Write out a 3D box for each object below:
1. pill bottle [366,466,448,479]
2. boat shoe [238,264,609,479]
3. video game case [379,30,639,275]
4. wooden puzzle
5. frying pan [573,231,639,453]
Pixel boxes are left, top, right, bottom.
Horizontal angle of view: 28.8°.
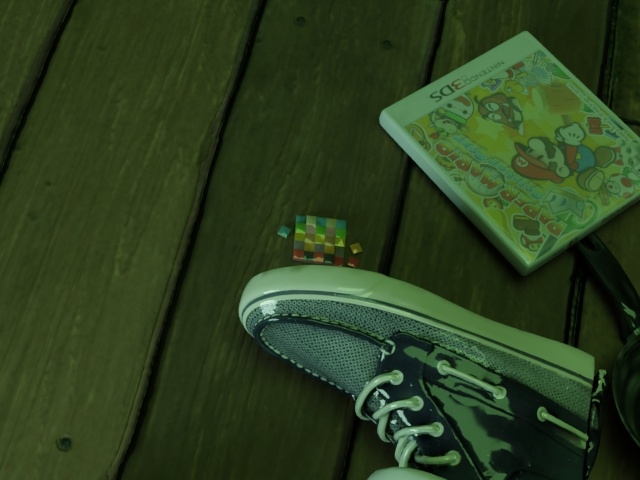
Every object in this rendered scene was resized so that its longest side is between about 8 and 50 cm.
[{"bbox_3d":[0.032,0.343,0.924,0.176,0.176,0.318,32,62,8],"label":"pill bottle"},{"bbox_3d":[0.083,0.140,1.067,0.340,0.127,0.158,16,53,-2],"label":"boat shoe"},{"bbox_3d":[0.208,-0.096,1.266,0.206,0.026,0.227,-31,66,-23],"label":"video game case"},{"bbox_3d":[0.000,0.000,1.199,0.083,0.006,0.049,7,61,-6],"label":"wooden puzzle"},{"bbox_3d":[0.307,0.124,1.154,0.326,0.053,0.197,36,48,20],"label":"frying pan"}]
